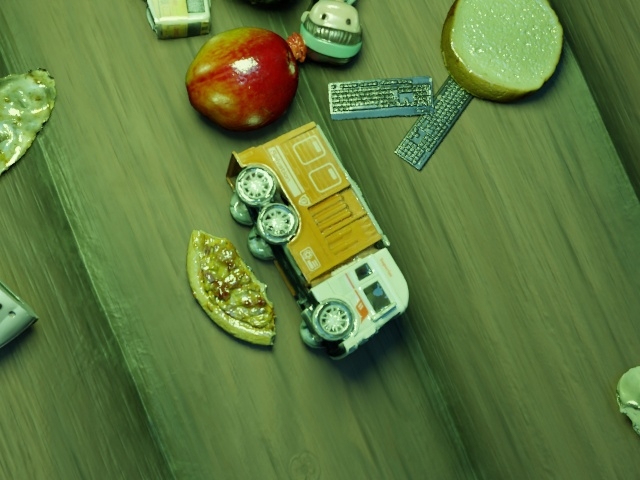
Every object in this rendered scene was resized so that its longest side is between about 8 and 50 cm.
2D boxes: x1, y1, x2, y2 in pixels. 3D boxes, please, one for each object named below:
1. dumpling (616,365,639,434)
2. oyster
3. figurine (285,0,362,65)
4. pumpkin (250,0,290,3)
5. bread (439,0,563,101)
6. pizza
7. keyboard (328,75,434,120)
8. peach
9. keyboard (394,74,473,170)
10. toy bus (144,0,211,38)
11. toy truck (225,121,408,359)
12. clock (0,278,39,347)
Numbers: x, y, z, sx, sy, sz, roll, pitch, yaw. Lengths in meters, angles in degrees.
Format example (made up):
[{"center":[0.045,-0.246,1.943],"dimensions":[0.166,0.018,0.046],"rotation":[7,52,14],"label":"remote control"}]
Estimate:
[{"center":[0.663,0.304,1.436],"dimensions":[0.247,0.142,0.172],"rotation":[31,48,5],"label":"dumpling"},{"center":[-0.581,-0.184,1.397],"dimensions":[0.294,0.094,0.166],"rotation":[-41,108,-16],"label":"oyster"},{"center":[0.017,-0.437,1.449],"dimensions":[0.137,0.110,0.246],"rotation":[7,82,6],"label":"figurine"},{"center":[-0.105,-0.495,1.400],"dimensions":[0.190,0.190,0.146],"rotation":[24,119,-2],"label":"pumpkin"},{"center":[0.336,-0.374,1.479],"dimensions":[0.236,0.070,0.236],"rotation":[1,83,-7],"label":"bread"},{"center":[-0.162,0.086,1.410],"dimensions":[0.127,0.058,0.246],"rotation":[-23,90,-7],"label":"pizza"},{"center":[0.114,-0.267,1.481],"dimensions":[0.196,0.015,0.074],"rotation":[-3,82,-1],"label":"keyboard"},{"center":[-0.126,-0.283,1.379],"dimensions":[0.197,0.197,0.197],"rotation":[0,85,-4],"label":"peach"},{"center":[0.220,-0.227,1.490],"dimensions":[0.063,0.010,0.198],"rotation":[36,83,1],"label":"keyboard"},{"center":[-0.278,-0.545,1.434],"dimensions":[0.138,0.097,0.343],"rotation":[-6,86,-7],"label":"toy bus"},{"center":[0.000,0.000,1.375],"dimensions":[0.207,0.173,0.388],"rotation":[-29,85,-15],"label":"toy truck"},{"center":[-0.622,0.156,1.310],"dimensions":[0.189,0.189,0.254],"rotation":[43,82,0],"label":"clock"}]
